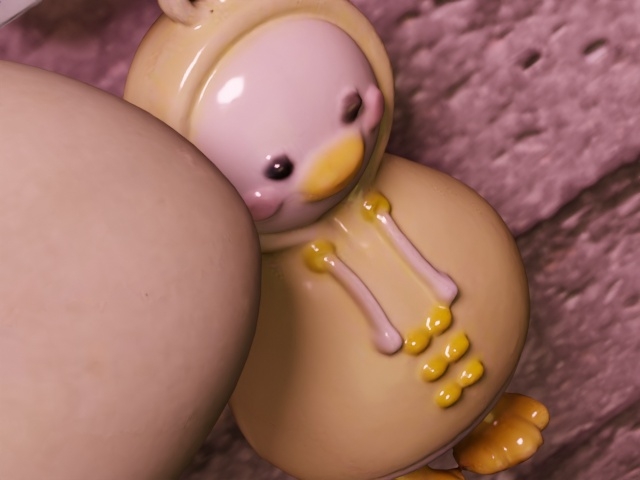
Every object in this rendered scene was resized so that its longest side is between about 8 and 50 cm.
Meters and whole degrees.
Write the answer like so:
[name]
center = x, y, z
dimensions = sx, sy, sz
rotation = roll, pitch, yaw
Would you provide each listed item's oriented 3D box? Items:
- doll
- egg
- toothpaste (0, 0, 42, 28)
[doll]
center = 0.007, 0.005, 0.704
dimensions = 0.141, 0.117, 0.296
rotation = -39, 137, -11
[egg]
center = -0.141, 0.035, 0.584
dimensions = 0.253, 0.186, 0.186
rotation = -19, 135, 4
[toothpaste]
center = -0.147, -0.188, 0.484
dimensions = 0.089, 0.071, 0.313
rotation = -36, 136, -4
